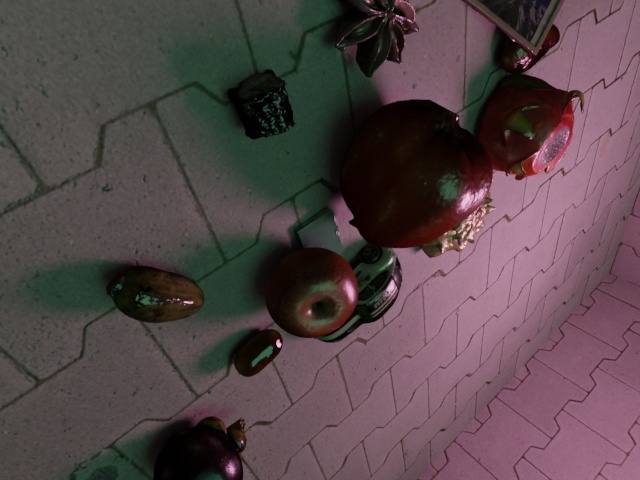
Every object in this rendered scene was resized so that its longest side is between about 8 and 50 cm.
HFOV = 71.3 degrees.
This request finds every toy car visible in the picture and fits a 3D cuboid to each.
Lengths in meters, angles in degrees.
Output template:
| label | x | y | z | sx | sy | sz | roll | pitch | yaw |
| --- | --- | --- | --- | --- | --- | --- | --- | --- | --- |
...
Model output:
| label | x | y | z | sx | sy | sz | roll | pitch | yaw |
| --- | --- | --- | --- | --- | --- | --- | --- | --- | --- |
| toy car | 0.104 | 0.144 | 1.121 | 0.306 | 0.125 | 0.136 | -44 | 138 | -14 |

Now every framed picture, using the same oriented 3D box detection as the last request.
| label | x | y | z | sx | sy | sz | roll | pitch | yaw |
| --- | --- | --- | --- | --- | --- | --- | --- | --- | --- |
| framed picture | 0.449 | -0.576 | 1.000 | 0.281 | 0.019 | 0.208 | 15 | 106 | -31 |

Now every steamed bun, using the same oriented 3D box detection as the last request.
| label | x | y | z | sx | sy | sz | roll | pitch | yaw |
| --- | --- | --- | --- | --- | --- | --- | --- | --- | --- |
| steamed bun | 0.383 | -0.069 | 1.240 | 0.295 | 0.137 | 0.292 | -38 | 139 | -22 |

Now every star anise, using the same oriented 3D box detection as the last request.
| label | x | y | z | sx | sy | sz | roll | pitch | yaw |
| --- | --- | --- | --- | --- | --- | --- | --- | --- | --- |
| star anise | 0.092 | -0.395 | 0.793 | 0.197 | 0.073 | 0.212 | -46 | 136 | -16 |

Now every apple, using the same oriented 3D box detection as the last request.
| label | x | y | z | sx | sy | sz | roll | pitch | yaw |
| --- | --- | --- | --- | --- | --- | --- | --- | --- | --- |
| apple | -0.021 | 0.106 | 0.950 | 0.201 | 0.162 | 0.201 | -8 | 119 | -16 |

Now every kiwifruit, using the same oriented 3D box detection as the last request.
| label | x | y | z | sx | sy | sz | roll | pitch | yaw |
| --- | --- | --- | --- | --- | --- | --- | --- | --- | --- |
| kiwifruit | -0.139 | 0.250 | 0.998 | 0.124 | 0.075 | 0.075 | -44 | 138 | -19 |

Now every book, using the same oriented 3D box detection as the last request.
| label | x | y | z | sx | sy | sz | roll | pitch | yaw |
| --- | --- | --- | --- | --- | --- | --- | --- | --- | --- |
| book | 0.000 | 0.000 | 1.007 | 0.103 | 0.017 | 0.135 | -35 | 135 | -19 |

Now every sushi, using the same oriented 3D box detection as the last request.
| label | x | y | z | sx | sy | sz | roll | pitch | yaw |
| --- | --- | --- | --- | --- | --- | --- | --- | --- | --- |
| sushi | -0.094 | -0.220 | 0.730 | 0.094 | 0.098 | 0.084 | -24 | 129 | -6 |

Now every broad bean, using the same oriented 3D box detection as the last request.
| label | x | y | z | sx | sy | sz | roll | pitch | yaw |
| --- | --- | --- | --- | --- | --- | --- | --- | --- | --- |
| broad bean | 0.522 | -0.490 | 1.131 | 0.165 | 0.084 | 0.114 | -44 | 120 | -4 |

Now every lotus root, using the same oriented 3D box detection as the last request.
| label | x | y | z | sx | sy | sz | roll | pitch | yaw |
| --- | --- | --- | --- | --- | --- | --- | --- | --- | --- |
| lotus root | -0.276 | 0.094 | 0.757 | 0.081 | 0.089 | 0.179 | -29 | 150 | 26 |

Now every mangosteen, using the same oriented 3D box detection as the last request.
| label | x | y | z | sx | sy | sz | roll | pitch | yaw |
| --- | --- | --- | --- | --- | --- | --- | --- | --- | --- |
| mangosteen | -0.250 | 0.483 | 0.981 | 0.230 | 0.194 | 0.194 | -57 | 150 | -46 |

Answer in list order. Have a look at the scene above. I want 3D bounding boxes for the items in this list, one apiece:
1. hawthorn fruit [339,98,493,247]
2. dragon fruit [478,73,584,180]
| label | x | y | z | sx | sy | sz | roll | pitch | yaw |
| --- | --- | --- | --- | --- | --- | --- | --- | --- | --- |
| hawthorn fruit | 0.182 | -0.125 | 0.898 | 0.295 | 0.295 | 0.311 | 5 | 109 | -45 |
| dragon fruit | 0.575 | -0.298 | 1.226 | 0.291 | 0.189 | 0.290 | -23 | 129 | -32 |
